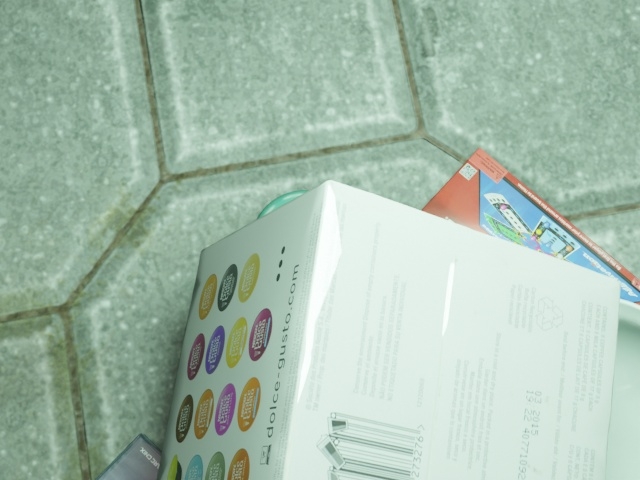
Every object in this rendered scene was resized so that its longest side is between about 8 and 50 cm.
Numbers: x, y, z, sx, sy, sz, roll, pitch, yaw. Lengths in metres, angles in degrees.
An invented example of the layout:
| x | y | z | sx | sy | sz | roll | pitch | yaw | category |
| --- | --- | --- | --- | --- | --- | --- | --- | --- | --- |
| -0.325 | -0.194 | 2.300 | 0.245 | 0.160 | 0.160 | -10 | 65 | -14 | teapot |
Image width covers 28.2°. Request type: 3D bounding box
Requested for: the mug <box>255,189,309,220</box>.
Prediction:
| x | y | z | sx | sy | sz | roll | pitch | yaw | category |
| --- | --- | --- | --- | --- | --- | --- | --- | --- | --- |
| -0.009 | -0.003 | 1.518 | 0.158 | 0.097 | 0.129 | -43 | 77 | -10 | mug |

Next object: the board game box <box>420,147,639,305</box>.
| x | y | z | sx | sy | sz | roll | pitch | yaw | category |
| --- | --- | --- | --- | --- | --- | --- | --- | --- | --- |
| 0.251 | 0.029 | 1.542 | 0.281 | 0.027 | 0.145 | 41 | 80 | 11 | board game box |

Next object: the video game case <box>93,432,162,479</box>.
| x | y | z | sx | sy | sz | roll | pitch | yaw | category |
| --- | --- | --- | --- | --- | --- | --- | --- | --- | --- |
| -0.232 | 0.385 | 1.448 | 0.196 | 0.026 | 0.274 | 42 | 78 | 12 | video game case |

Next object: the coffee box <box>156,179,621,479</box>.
| x | y | z | sx | sy | sz | roll | pitch | yaw | category |
| --- | --- | --- | --- | --- | --- | --- | --- | --- | --- |
| 0.056 | 0.178 | 1.290 | 0.338 | 0.334 | 0.338 | 17 | 72 | -23 | coffee box |

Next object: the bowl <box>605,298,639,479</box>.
| x | y | z | sx | sy | sz | roll | pitch | yaw | category |
| --- | --- | --- | --- | --- | --- | --- | --- | --- | --- |
| 0.316 | 0.220 | 1.399 | 0.298 | 0.134 | 0.298 | -19 | 60 | 38 | bowl |
